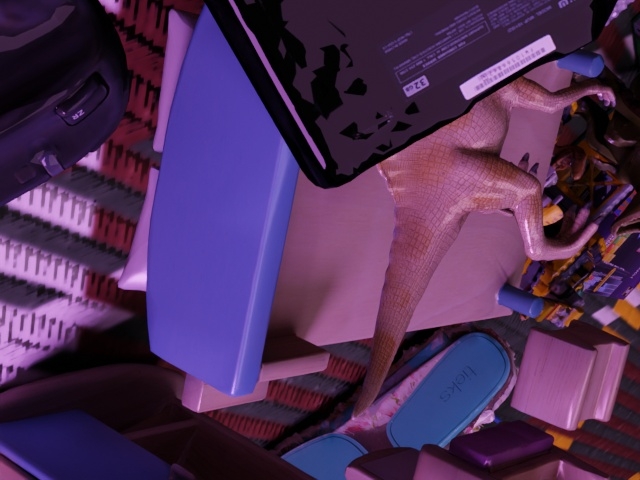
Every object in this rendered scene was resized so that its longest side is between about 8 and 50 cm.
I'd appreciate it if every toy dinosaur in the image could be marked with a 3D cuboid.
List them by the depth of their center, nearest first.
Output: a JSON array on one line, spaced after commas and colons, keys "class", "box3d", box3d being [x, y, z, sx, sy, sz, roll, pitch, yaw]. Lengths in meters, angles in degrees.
[{"class": "toy dinosaur", "box3d": [0.050, -0.025, 0.491, 0.092, 0.053, 0.183, 18, 87, -36]}]

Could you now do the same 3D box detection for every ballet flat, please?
[{"class": "ballet flat", "box3d": [0.034, 0.144, 0.951, 0.241, 0.091, 0.077, -33, 175, -15]}]

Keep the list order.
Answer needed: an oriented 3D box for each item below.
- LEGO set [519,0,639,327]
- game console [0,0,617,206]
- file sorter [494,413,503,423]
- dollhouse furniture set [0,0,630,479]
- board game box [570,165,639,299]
[{"class": "LEGO set", "box3d": [0.203, -0.043, 0.777, 0.255, 0.192, 0.331, -39, 154, -10]}, {"class": "game console", "box3d": [-0.091, -0.078, 0.380, 0.361, 0.044, 0.213, -29, 120, 0]}, {"class": "file sorter", "box3d": [0.109, 0.229, 1.148, 0.104, 0.118, 0.170, -32, 153, -32]}, {"class": "dollhouse furniture set", "box3d": [0.000, 0.000, 0.630, 0.286, 0.198, 0.303, -7, 114, -47]}, {"class": "board game box", "box3d": [0.236, -0.037, 1.007, 0.170, 0.048, 0.141, -51, 153, 16]}]
